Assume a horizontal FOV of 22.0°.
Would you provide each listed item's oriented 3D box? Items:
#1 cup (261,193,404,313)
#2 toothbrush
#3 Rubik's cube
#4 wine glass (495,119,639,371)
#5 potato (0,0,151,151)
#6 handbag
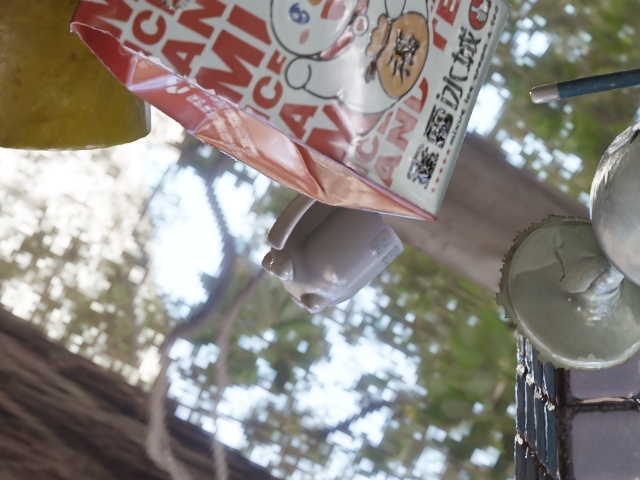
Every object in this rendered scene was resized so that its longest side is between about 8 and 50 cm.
[{"bbox_3d":[0.008,0.009,2.026,0.142,0.134,0.173,-43,177,-7],"label":"cup"},{"bbox_3d":[0.346,-0.170,1.655,0.276,0.019,0.025,-8,-145,21],"label":"toothbrush"},{"bbox_3d":[0.382,0.217,1.683,0.337,0.344,0.344,-156,-117,-89],"label":"Rubik's cube"},{"bbox_3d":[0.247,-0.006,1.242,0.321,0.143,0.143,127,-19,-66],"label":"wine glass"},{"bbox_3d":[-0.196,-0.153,1.115,0.203,0.178,0.158,-104,-159,-79],"label":"potato"},{"bbox_3d":[-0.025,-0.135,1.003,0.151,0.298,0.171,16,-97,37],"label":"handbag"}]
